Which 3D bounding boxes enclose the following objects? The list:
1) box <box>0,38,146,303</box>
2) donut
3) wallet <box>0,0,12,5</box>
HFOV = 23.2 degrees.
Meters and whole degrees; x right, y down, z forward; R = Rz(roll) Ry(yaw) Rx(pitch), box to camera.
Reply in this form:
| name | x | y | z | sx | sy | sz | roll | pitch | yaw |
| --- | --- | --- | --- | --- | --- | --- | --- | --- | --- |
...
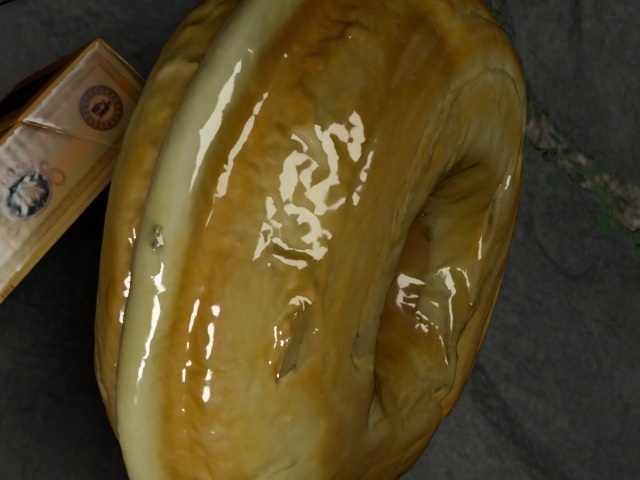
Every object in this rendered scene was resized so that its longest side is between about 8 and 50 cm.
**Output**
| name | x | y | z | sx | sy | sz | roll | pitch | yaw |
| --- | --- | --- | --- | --- | --- | --- | --- | --- | --- |
| box | -0.240 | -0.007 | 1.053 | 0.076 | 0.174 | 0.274 | 46 | 68 | -18 |
| donut | 0.000 | 0.000 | 1.077 | 0.449 | 0.198 | 0.449 | -44 | 144 | -45 |
| wallet | -0.190 | -0.252 | 1.181 | 0.198 | 0.031 | 0.110 | -24 | 98 | -28 |
